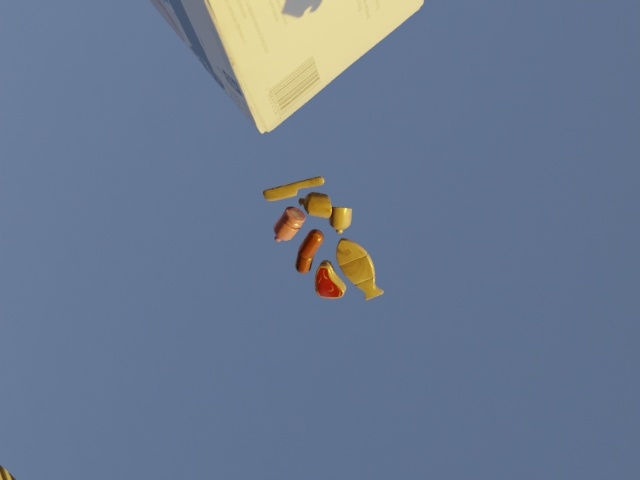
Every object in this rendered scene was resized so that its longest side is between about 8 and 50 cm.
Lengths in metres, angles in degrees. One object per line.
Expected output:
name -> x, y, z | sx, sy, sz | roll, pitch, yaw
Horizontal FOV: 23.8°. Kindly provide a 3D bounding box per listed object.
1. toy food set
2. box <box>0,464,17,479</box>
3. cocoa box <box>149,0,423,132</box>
toy food set -> 0.000, 0.000, 1.294 | 0.078, 0.019, 0.122 | -13, -64, 22
box -> -0.322, 0.304, 1.524 | 0.275, 0.094, 0.113 | 41, -32, 3
cocoa box -> -0.063, -0.306, 1.465 | 0.231, 0.347, 0.228 | -40, -106, -5
